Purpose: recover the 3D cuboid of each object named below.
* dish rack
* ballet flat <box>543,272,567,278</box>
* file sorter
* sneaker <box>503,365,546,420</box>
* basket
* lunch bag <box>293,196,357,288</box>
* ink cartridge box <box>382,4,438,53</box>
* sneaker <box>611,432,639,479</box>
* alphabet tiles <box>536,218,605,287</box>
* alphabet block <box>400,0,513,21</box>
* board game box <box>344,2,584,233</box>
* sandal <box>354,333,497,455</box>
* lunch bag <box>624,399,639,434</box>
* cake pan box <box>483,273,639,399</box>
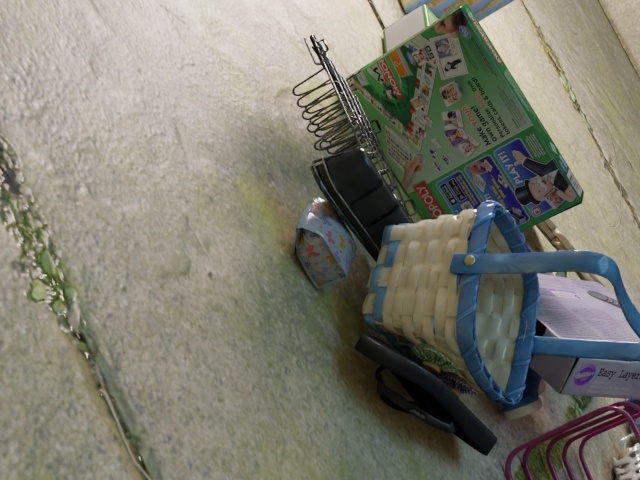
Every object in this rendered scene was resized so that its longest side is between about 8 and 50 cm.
[{"bbox_3d":[0.036,-0.118,1.323,0.208,0.074,0.271,52,15,-50],"label":"dish rack"},{"bbox_3d":[0.350,0.109,1.692,0.086,0.086,0.248,45,30,-27],"label":"ballet flat"},{"bbox_3d":[0.407,0.327,1.445,0.290,0.202,0.182,11,52,-56],"label":"file sorter"},{"bbox_3d":[0.274,0.192,1.490,0.085,0.058,0.152,67,23,-2],"label":"sneaker"},{"bbox_3d":[0.218,0.079,1.224,0.255,0.289,0.201,46,47,-49],"label":"basket"},{"bbox_3d":[0.000,0.000,1.220,0.083,0.053,0.071,61,26,-25],"label":"lunch bag"},{"bbox_3d":[0.204,-0.251,1.746,0.219,0.092,0.160,36,37,-38],"label":"ink cartridge box"},{"bbox_3d":[0.498,0.380,1.679,0.092,0.087,0.228,54,21,1],"label":"sneaker"},{"bbox_3d":[0.381,-0.019,1.802,0.284,0.021,0.278,53,7,15],"label":"alphabet tiles"},{"bbox_3d":[0.239,-0.519,1.951,0.193,0.192,0.197,14,54,-57],"label":"alphabet block"},{"bbox_3d":[0.197,-0.143,1.507,0.317,0.213,0.046,56,28,-10],"label":"board game box"},{"bbox_3d":[0.123,0.191,1.224,0.254,0.054,0.097,44,-10,-36],"label":"sandal"},{"bbox_3d":[0.651,0.285,1.864,0.176,0.219,0.090,6,66,-56],"label":"lunch bag"},{"bbox_3d":[0.361,0.128,1.489,0.267,0.070,0.246,8,21,-33],"label":"cake pan box"}]
